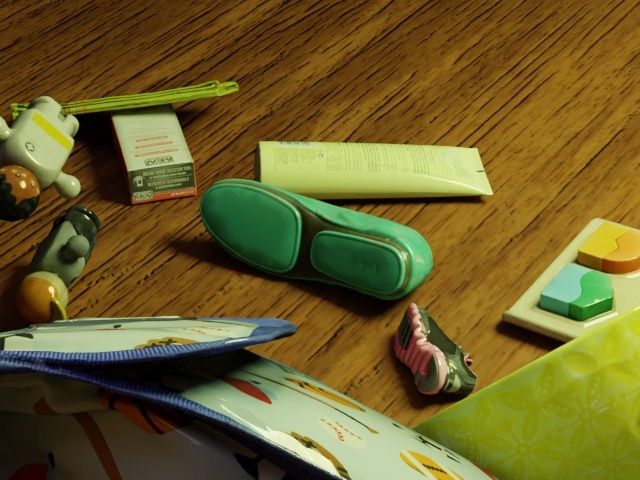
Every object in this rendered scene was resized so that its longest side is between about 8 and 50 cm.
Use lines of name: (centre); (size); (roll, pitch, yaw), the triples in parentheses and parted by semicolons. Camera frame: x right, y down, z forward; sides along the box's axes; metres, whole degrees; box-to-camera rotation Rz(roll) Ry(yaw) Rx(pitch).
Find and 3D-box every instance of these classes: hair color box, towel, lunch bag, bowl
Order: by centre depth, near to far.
lunch bag: (-0.053, 0.166, 0.951); (0.385, 0.239, 0.328); (30, 1, 3)
bowl: (0.201, 0.154, 1.222); (0.289, 0.289, 0.156); (-22, 80, -29)
hair color box: (-0.179, -0.094, 1.779); (0.072, 0.043, 0.141); (-8, 31, -10)
towel: (-0.215, -0.157, 1.844); (0.237, 0.021, 0.102); (-6, 9, 10)

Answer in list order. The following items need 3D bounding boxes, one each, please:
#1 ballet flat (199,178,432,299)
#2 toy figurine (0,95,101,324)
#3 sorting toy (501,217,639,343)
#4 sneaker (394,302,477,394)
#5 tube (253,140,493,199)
ballet flat: (0.000, 0.000, 1.602); (0.247, 0.083, 0.087); (19, 13, 29)
toy figurine: (-0.317, -0.025, 1.522); (0.209, 0.213, 0.148); (8, 42, 11)
sorting toy: (0.297, 0.045, 1.533); (0.193, 0.038, 0.208); (19, 37, 30)
sneaker: (0.103, 0.099, 1.465); (0.057, 0.047, 0.119); (11, 28, -21)
tube: (0.053, -0.070, 1.723); (0.240, 0.062, 0.070); (-1, 75, -8)
